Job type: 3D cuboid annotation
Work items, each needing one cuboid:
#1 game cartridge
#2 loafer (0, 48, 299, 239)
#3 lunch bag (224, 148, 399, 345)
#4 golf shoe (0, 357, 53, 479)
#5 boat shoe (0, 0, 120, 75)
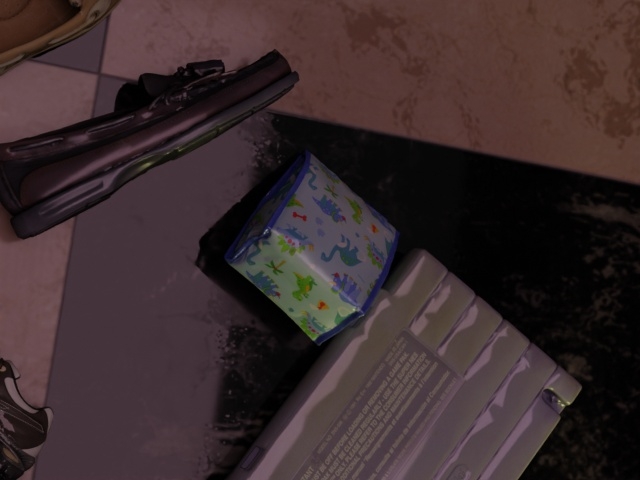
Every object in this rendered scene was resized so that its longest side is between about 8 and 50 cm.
[{"bbox_3d":[0.064,0.208,1.869,0.230,0.068,0.355,40,76,-9],"label":"game cartridge"},{"bbox_3d":[-0.163,-0.110,1.786,0.302,0.109,0.095,-31,93,-15],"label":"loafer"},{"bbox_3d":[0.000,0.000,1.840,0.129,0.096,0.151,43,46,-12],"label":"lunch bag"},{"bbox_3d":[-0.325,0.128,1.741,0.198,0.077,0.094,46,60,-15],"label":"golf shoe"},{"bbox_3d":[-0.258,-0.216,1.764,0.285,0.089,0.104,-42,100,-16],"label":"boat shoe"}]
